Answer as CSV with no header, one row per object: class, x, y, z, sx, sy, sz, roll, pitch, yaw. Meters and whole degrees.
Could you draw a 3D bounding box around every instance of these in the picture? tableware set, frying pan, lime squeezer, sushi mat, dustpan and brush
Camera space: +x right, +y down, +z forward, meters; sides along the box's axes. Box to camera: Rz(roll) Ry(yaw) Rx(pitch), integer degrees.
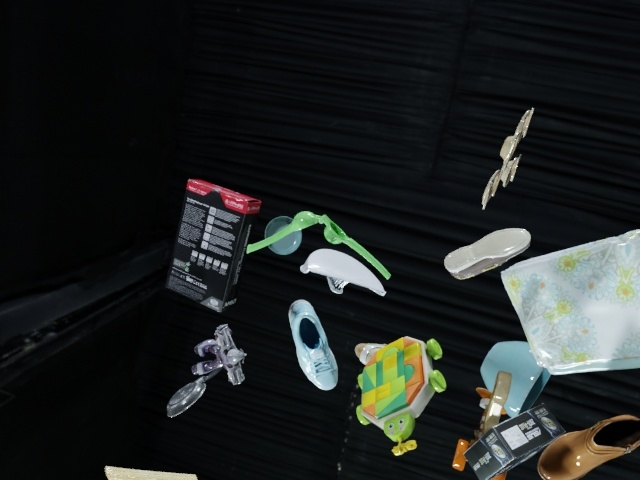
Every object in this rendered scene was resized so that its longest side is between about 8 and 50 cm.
tableware set,0.320,-0.137,0.835,0.168,0.020,0.141,-42,-31,-42
frying pan,-0.539,0.646,2.165,0.326,0.053,0.197,-38,14,-17
lime squeezer,0.000,0.000,1.023,0.059,0.310,0.110,31,-110,-81
sushi mat,-0.547,0.794,1.632,0.151,0.316,0.019,-1,72,63
dustpan and brush,0.024,0.051,0.913,0.211,0.147,0.060,-107,37,-65

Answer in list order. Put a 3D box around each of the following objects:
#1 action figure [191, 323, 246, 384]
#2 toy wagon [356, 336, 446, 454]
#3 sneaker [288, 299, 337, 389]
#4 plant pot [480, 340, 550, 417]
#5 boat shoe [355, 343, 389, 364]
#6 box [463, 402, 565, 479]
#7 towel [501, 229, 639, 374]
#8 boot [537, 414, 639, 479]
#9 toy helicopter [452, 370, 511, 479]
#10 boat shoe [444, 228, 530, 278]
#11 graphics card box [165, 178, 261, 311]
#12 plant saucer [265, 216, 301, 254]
action figure,-0.306,0.357,1.540,0.099,0.285,0.185,-4,-99,-39
toy wagon,0.215,0.416,1.359,0.267,0.068,0.344,-34,22,25
sneaker,-0.028,0.404,1.793,0.150,0.135,0.366,-120,7,-77
plant pot,0.716,0.490,1.834,0.290,0.195,0.290,-31,-43,-35
boat shoe,0.250,0.434,1.828,0.302,0.103,0.113,30,-94,-41
box,0.451,0.473,1.153,0.180,0.077,0.147,-9,-40,-30
towel,0.691,0.175,1.272,0.090,0.374,0.320,-23,-91,-45
boot,0.674,0.520,1.224,0.220,0.283,0.109,45,-158,-59
toy helicopter,0.488,0.495,1.397,0.235,0.140,0.355,-50,-31,-50
boat shoe,0.637,0.056,1.868,0.097,0.324,0.117,46,-152,-39
graphics card box,-0.344,0.014,1.568,0.094,0.232,0.371,-12,-60,-67
plant saucer,-0.118,-0.015,1.538,0.021,0.119,0.119,-7,65,69
